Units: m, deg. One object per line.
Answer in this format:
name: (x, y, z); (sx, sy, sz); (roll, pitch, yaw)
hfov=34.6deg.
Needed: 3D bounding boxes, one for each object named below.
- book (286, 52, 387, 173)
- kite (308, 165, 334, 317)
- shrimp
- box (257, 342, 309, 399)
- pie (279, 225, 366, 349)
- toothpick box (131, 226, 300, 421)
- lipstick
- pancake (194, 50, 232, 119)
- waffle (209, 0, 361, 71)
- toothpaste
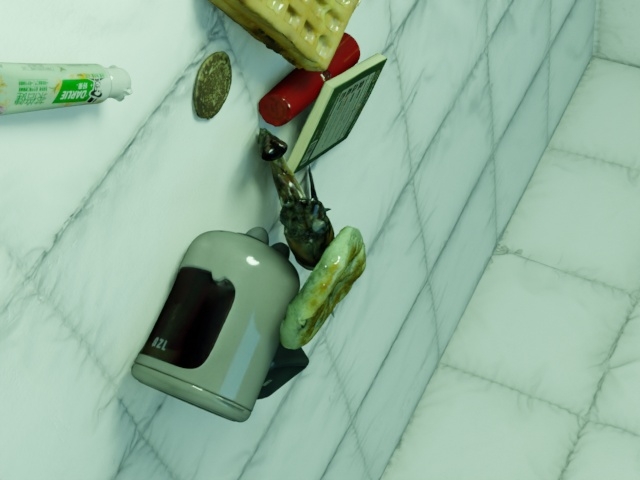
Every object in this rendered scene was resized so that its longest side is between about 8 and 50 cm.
book: (0.031, -0.245, 1.971); (0.264, 0.027, 0.202); (-40, 160, -56)
kite: (0.000, 0.000, 2.035); (0.335, 0.011, 0.314); (-154, -126, -85)
shrimp: (-0.043, -0.076, 1.718); (0.445, 0.085, 0.272); (146, -78, -89)
box: (-0.118, 0.234, 1.942); (0.144, 0.090, 0.201); (-39, 162, 13)
pie: (0.010, 0.075, 1.667); (0.240, 0.054, 0.240); (-55, 169, -16)
toothpick box: (-0.150, 0.126, 1.704); (0.316, 0.229, 0.229); (-67, 157, -13)
lipstick: (-0.014, -0.296, 1.870); (0.280, 0.073, 0.073); (-48, 148, -45)
pancake: (-0.169, -0.245, 1.631); (0.115, 0.011, 0.115); (-48, 148, -43)
waffle: (-0.049, -0.416, 1.612); (0.224, 0.098, 0.327); (-64, 152, 0)
toothpaste: (-0.346, -0.187, 1.239); (0.314, 0.056, 0.058); (-20, 85, -58)
